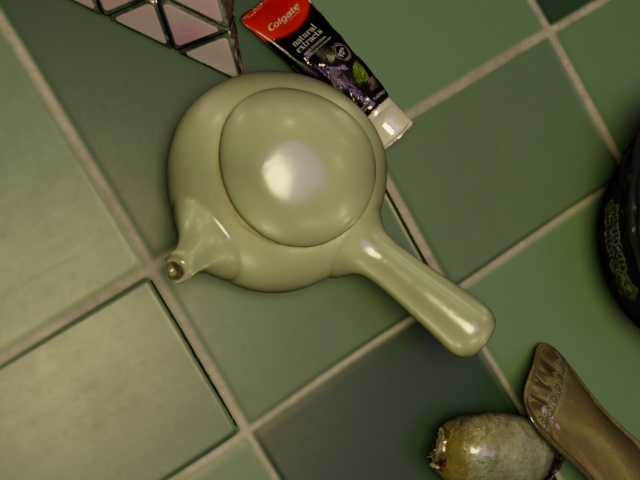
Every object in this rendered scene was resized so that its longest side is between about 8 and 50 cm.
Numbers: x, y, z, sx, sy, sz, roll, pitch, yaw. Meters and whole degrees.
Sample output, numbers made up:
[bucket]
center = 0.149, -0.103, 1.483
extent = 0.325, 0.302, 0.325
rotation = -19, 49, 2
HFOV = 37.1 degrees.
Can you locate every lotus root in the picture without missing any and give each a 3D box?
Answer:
[lotus root]
center = 0.179, 0.210, 0.937
extent = 0.165, 0.088, 0.088
rotation = 7, 83, -27

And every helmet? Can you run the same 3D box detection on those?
[helmet]
center = 0.379, -0.007, 0.970
extent = 0.230, 0.160, 0.279
rotation = -8, 76, -17

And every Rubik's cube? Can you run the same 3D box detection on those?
[Rubik's cube]
center = -0.173, -0.259, 0.848
extent = 0.178, 0.190, 0.211
rotation = -8, 83, 1

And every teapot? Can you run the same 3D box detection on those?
[teapot]
center = 0.016, -0.034, 0.871
extent = 0.318, 0.149, 0.220
rotation = 16, 83, -13

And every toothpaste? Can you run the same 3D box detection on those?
[toothpaste]
center = 0.009, -0.169, 0.938
extent = 0.071, 0.045, 0.193
rotation = -43, 92, -18

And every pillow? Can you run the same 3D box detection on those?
[pillow]
center = 0.280, 0.207, 0.964
extent = 0.217, 0.033, 0.130
rotation = 48, 36, -9
